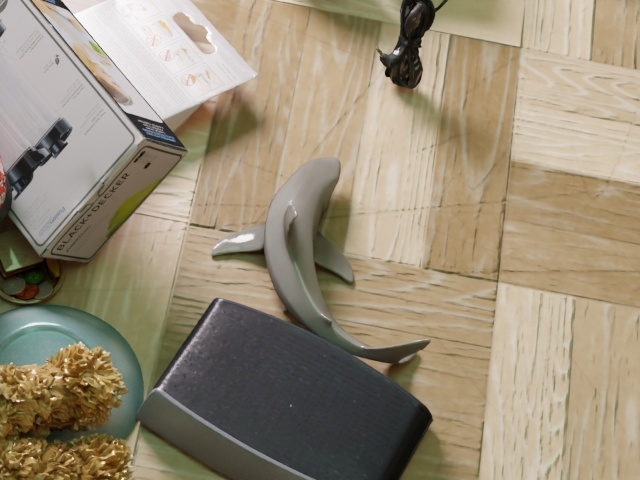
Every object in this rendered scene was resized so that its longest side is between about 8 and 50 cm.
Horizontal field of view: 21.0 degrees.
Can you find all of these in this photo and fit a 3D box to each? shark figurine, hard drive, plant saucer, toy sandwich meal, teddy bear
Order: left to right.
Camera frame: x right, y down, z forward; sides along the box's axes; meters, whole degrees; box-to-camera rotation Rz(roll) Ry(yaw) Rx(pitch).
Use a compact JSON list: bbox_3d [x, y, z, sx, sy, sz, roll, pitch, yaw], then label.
[{"bbox_3d":[-0.333,0.188,1.556,0.337,0.113,0.245,9,79,-7],"label":"teddy bear"},{"bbox_3d":[-0.298,0.025,1.744,0.085,0.029,0.086,4,55,-6],"label":"toy sandwich meal"},{"bbox_3d":[-0.268,0.135,1.670,0.194,0.037,0.195,4,55,-6],"label":"plant saucer"},{"bbox_3d":[-0.032,0.163,1.674,0.254,0.054,0.172,27,57,10],"label":"hard drive"},{"bbox_3d":[-0.008,0.023,1.741,0.166,0.116,0.278,-15,57,-16],"label":"shark figurine"}]

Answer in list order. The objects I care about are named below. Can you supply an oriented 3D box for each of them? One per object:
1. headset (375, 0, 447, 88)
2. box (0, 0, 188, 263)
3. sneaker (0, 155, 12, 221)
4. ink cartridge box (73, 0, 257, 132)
[{"bbox_3d":[0.046,-0.354,2.017,0.243,0.185,0.394,-9,42,-19],"label":"headset"},{"bbox_3d":[-0.289,-0.135,1.768,0.169,0.087,0.290,-48,66,14],"label":"box"},{"bbox_3d":[-0.381,-0.147,1.673,0.090,0.145,0.270,-24,75,-4],"label":"sneaker"},{"bbox_3d":[-0.211,-0.181,1.890,0.224,0.056,0.181,-27,63,-29],"label":"ink cartridge box"}]
